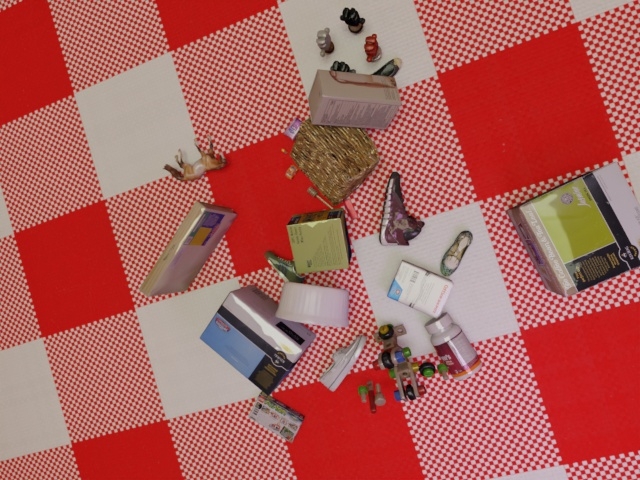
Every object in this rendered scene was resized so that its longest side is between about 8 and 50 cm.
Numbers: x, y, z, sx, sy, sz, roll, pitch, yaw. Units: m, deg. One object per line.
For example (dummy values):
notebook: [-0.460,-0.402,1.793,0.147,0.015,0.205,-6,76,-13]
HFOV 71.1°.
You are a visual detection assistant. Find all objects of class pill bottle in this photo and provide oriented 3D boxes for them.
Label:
pill bottle: [0.480,0.382,1.633,0.121,0.121,0.221,-33,84,10]

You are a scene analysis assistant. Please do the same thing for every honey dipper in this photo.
honey dipper: [0.014,-0.152,1.769,0.160,0.030,0.030,42,98,6]

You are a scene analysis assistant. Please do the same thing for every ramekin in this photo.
ramekin: [-0.023,0.233,1.665,0.277,0.277,0.135,6,84,12]

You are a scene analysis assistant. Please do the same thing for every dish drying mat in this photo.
dish drying mat: [0.118,-0.122,1.758,0.032,0.008,0.083,-27,86,12]

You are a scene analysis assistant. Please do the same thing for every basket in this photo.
basket: [0.059,-0.330,1.724,0.213,0.223,0.299,-39,82,-25]

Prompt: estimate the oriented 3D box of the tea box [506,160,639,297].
tea box: [0.863,-0.032,1.498,0.323,0.220,0.329,-25,85,10]

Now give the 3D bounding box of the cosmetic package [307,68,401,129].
cosmetic package: [0.118,-0.501,1.606,0.296,0.153,0.129,0,65,-19]

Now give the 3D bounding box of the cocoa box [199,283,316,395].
cocoa box: [-0.234,0.372,1.724,0.347,0.231,0.228,37,100,9]

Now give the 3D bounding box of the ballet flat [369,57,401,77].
ballet flat: [0.236,-0.632,1.704,0.173,0.049,0.057,-35,85,10]

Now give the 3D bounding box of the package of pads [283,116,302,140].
package of pads: [-0.103,-0.444,1.787,0.050,0.032,0.083,38,98,6]

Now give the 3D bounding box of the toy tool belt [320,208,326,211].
toy tool belt: [-0.007,-0.092,1.759,0.083,0.051,0.052,-28,57,10]

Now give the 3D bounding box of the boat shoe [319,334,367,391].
boat shoe: [0.084,0.463,1.731,0.084,0.095,0.258,33,96,5]

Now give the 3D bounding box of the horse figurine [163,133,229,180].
horse figurine: [-0.516,-0.323,1.859,0.263,0.066,0.175,-29,79,8]

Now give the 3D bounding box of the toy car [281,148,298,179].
toy car: [-0.138,-0.306,1.792,0.060,0.040,0.122,-36,84,10]

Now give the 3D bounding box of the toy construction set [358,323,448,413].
toy construction set: [0.261,0.459,1.672,0.257,0.237,0.309,31,117,-20]

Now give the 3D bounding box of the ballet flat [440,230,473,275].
ballet flat: [0.500,0.047,1.654,0.070,0.070,0.189,26,96,10]

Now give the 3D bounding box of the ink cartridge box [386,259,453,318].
ink cartridge box: [0.370,0.179,1.671,0.203,0.086,0.148,24,96,10]

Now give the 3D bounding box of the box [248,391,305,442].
box: [-0.178,0.715,1.818,0.207,0.036,0.114,28,96,10]

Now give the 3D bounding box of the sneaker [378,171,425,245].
sneaker: [0.315,-0.111,1.680,0.162,0.106,0.282,8,103,6]

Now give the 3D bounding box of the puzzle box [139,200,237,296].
puzzle box: [-0.508,0.035,1.758,0.052,0.272,0.409,37,97,13]

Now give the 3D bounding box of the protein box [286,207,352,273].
protein box: [0.000,0.000,1.692,0.201,0.136,0.200,-7,109,11]

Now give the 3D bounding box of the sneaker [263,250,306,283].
sneaker: [-0.135,0.102,1.788,0.086,0.064,0.192,-39,88,8]

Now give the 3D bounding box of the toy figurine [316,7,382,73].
toy figurine: [0.105,-0.732,1.689,0.209,0.148,0.213,-36,86,16]
